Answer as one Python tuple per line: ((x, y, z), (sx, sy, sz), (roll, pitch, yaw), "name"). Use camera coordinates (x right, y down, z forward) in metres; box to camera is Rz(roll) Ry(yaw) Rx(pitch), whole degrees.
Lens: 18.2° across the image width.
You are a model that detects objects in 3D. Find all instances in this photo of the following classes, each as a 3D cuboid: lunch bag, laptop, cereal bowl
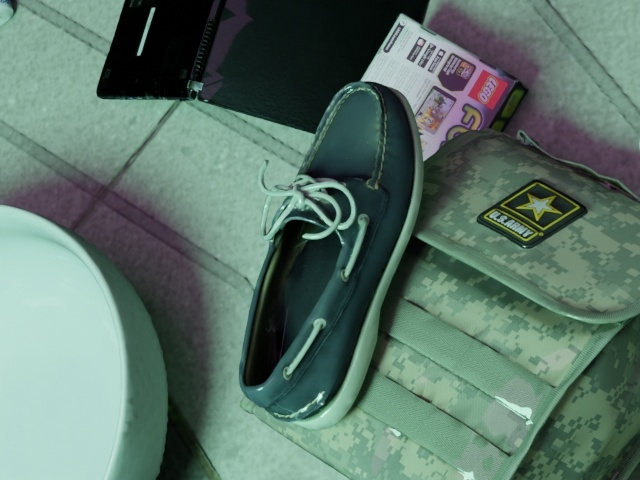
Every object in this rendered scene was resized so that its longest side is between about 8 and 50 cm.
((0.127, 0.068, 1.409), (0.235, 0.169, 0.287), (30, 84, 38), "lunch bag")
((-0.042, -0.207, 1.669), (0.264, 0.136, 0.234), (6, 77, 56), "laptop")
((-0.258, 0.149, 1.612), (0.339, 0.141, 0.339), (-8, 72, 27), "cereal bowl")

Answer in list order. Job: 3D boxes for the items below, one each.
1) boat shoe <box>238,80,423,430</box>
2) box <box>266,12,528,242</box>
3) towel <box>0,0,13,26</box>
((0.000, 0.000, 1.370), (0.095, 0.079, 0.255), (4, 71, 43), "boat shoe")
((0.058, -0.059, 1.545), (0.114, 0.036, 0.207), (33, 93, 21), "box")
((-0.406, -0.270, 1.877), (0.209, 0.034, 0.285), (-30, 63, 18), "towel")
